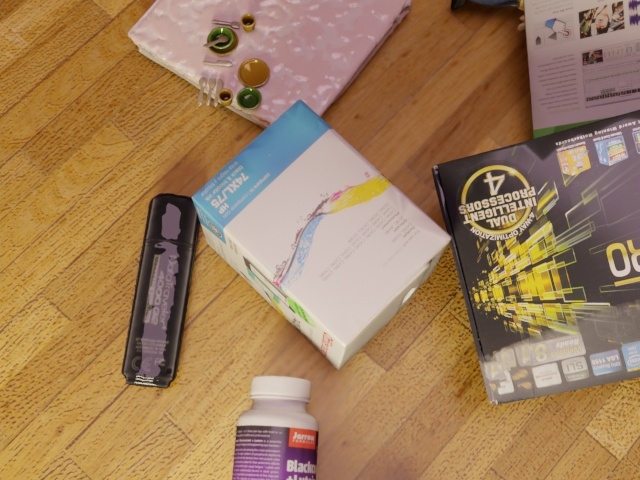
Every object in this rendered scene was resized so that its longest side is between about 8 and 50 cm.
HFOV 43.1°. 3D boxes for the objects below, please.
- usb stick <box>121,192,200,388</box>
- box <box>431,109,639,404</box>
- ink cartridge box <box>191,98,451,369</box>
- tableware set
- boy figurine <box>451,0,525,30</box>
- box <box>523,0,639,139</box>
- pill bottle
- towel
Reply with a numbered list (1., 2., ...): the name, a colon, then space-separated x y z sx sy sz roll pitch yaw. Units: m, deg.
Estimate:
1. usb stick: -0.221 0.065 1.136 0.077 0.045 0.278 8 72 -6
2. box: 0.368 0.009 1.015 0.395 0.097 0.318 -14 86 14
3. ink cartridge box: 0.000 0.000 1.081 0.270 0.198 0.197 43 76 12
4. tableware set: -0.125 -0.265 1.198 0.104 0.024 0.154 7 72 2
5. boy figurine: 0.355 -0.412 1.270 0.285 0.092 0.177 4 80 -1
6. box: 0.404 -0.257 1.130 0.232 0.058 0.322 -4 88 42
7. pill bottle: -0.057 0.276 1.040 0.108 0.108 0.194 3 73 0
8. towel: -0.076 -0.341 1.261 0.332 0.053 0.317 34 76 9
